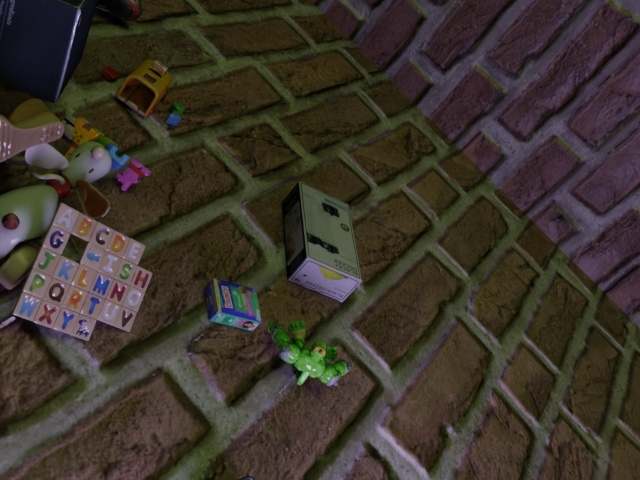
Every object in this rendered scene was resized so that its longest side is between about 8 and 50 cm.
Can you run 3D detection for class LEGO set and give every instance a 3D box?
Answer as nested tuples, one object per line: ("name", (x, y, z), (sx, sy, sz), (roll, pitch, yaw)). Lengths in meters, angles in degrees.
("LEGO set", (-0.486, -0.184, 1.622), (0.227, 0.093, 0.087), (38, 0, 2))

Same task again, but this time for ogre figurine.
("ogre figurine", (-0.021, 0.245, 1.604), (0.197, 0.096, 0.118), (50, 11, -16))

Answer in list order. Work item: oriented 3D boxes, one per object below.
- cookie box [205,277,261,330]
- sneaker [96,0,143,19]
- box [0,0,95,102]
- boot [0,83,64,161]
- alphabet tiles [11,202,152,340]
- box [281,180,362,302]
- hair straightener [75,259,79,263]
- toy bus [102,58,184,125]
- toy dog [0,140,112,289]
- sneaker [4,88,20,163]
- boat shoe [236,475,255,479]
("cookie box", (-0.183, 0.135, 1.599), (0.107, 0.040, 0.092), (17, 40, -33))
("sneaker", (-0.612, -0.668, 2.038), (0.276, 0.098, 0.135), (31, 33, -15))
("box", (-0.674, -0.482, 1.533), (0.395, 0.212, 0.294), (17, 28, -15))
("boot", (-0.573, -0.210, 1.248), (0.206, 0.090, 0.248), (31, 24, 18))
("alphabet tiles", (-0.399, 0.071, 1.331), (0.237, 0.009, 0.198), (34, 70, -49))
("box", (0.000, 0.000, 1.916), (0.169, 0.087, 0.290), (25, 36, -25))
("hair straightener", (-0.421, 0.064, 1.417), (0.230, 0.047, 0.089), (-3, 54, -49))
("toy bus", (-0.426, -0.400, 1.913), (0.190, 0.104, 0.202), (-1, 52, -48))
("toy dog", (-0.485, -0.082, 1.327), (0.220, 0.161, 0.334), (30, 56, -25))
("sneaker", (-0.662, -0.251, 1.495), (0.123, 0.106, 0.290), (3, 39, -38))
("boat shoe", (-0.136, 0.476, 1.209), (0.080, 0.076, 0.229), (33, 33, -14))
